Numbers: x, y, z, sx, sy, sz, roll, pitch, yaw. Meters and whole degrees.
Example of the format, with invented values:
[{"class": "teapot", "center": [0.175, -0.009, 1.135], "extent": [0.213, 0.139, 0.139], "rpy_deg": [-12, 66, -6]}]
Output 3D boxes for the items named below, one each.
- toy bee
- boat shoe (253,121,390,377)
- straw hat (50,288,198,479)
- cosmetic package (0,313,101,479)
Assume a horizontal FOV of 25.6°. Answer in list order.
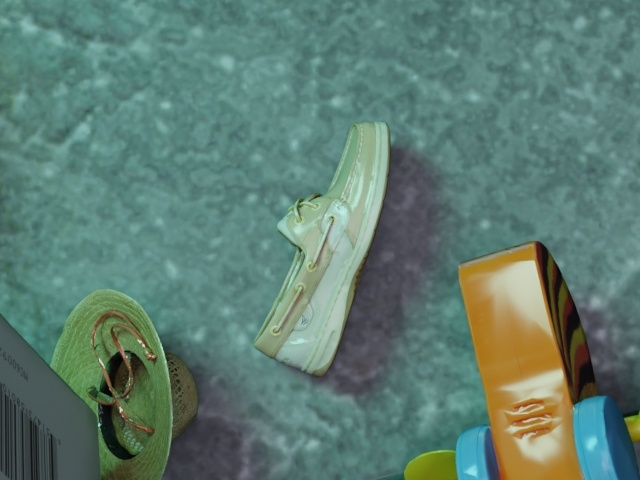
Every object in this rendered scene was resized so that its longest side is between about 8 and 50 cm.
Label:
[{"class": "toy bee", "center": [0.145, 0.161, 0.874], "extent": [0.195, 0.162, 0.298], "rpy_deg": [4, 72, 29]}, {"class": "boat shoe", "center": [0.000, 0.000, 0.902], "extent": [0.059, 0.063, 0.170], "rpy_deg": [16, 87, -7]}, {"class": "straw hat", "center": [-0.111, 0.103, 0.890], "extent": [0.061, 0.144, 0.144], "rpy_deg": [1, 86, -45]}, {"class": "cosmetic package", "center": [-0.321, 0.168, 0.759], "extent": [0.366, 0.197, 0.155], "rpy_deg": [-19, 49, 9]}]
